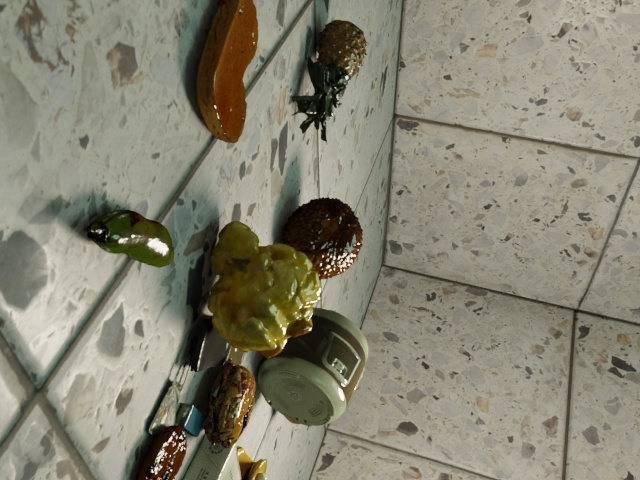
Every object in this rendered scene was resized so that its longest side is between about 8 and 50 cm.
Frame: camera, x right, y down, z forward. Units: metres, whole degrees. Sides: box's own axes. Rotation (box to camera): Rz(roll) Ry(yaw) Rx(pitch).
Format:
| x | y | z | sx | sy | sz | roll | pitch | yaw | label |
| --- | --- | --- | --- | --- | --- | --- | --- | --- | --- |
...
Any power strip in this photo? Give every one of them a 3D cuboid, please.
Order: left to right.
| x | y | z | sx | sy | sz | roll | pitch | yaw | label |
| --- | --- | --- | --- | --- | --- | --- | --- | --- | --- |
| -0.314 | 0.431 | 1.545 | 0.123 | 0.032 | 0.056 | 78 | 28 | -62 | power strip |

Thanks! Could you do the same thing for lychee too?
| x | y | z | sx | sy | sz | roll | pitch | yaw | label |
| --- | --- | --- | --- | --- | --- | --- | --- | --- | --- |
| 0.000 | 0.000 | 2.029 | 0.267 | 0.267 | 0.268 | 13 | 90 | -77 | lychee |

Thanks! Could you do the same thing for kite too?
| x | y | z | sx | sy | sz | roll | pitch | yaw | label |
| --- | --- | --- | --- | --- | --- | --- | --- | --- | --- |
| -0.323 | 0.330 | 1.446 | 0.141 | 0.015 | 0.245 | 80 | 26 | -68 | kite |

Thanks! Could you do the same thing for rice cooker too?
| x | y | z | sx | sy | sz | roll | pitch | yaw | label |
| --- | --- | --- | --- | --- | --- | --- | --- | --- | --- |
| -0.012 | 0.407 | 2.135 | 0.325 | 0.334 | 0.335 | -58 | 157 | -44 | rice cooker |

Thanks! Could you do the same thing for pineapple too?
| x | y | z | sx | sy | sz | roll | pitch | yaw | label |
| --- | --- | --- | --- | --- | --- | --- | --- | --- | --- |
| 0.025 | -0.470 | 1.875 | 0.165 | 0.165 | 0.365 | 74 | 33 | -65 | pineapple |

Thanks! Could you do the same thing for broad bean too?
| x | y | z | sx | sy | sz | roll | pitch | yaw | label |
| --- | --- | --- | --- | --- | --- | --- | --- | --- | --- |
| -0.307 | -0.004 | 1.087 | 0.339 | 0.061 | 0.077 | 40 | 70 | -75 | broad bean |

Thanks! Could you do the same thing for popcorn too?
| x | y | z | sx | sy | sz | roll | pitch | yaw | label |
| --- | --- | --- | --- | --- | --- | --- | --- | --- | --- |
| -0.136 | 0.109 | 1.475 | 0.225 | 0.264 | 0.333 | -58 | 132 | -79 | popcorn |

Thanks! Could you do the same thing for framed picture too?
| x | y | z | sx | sy | sz | roll | pitch | yaw | label |
| --- | --- | --- | --- | --- | --- | --- | --- | --- | --- |
| -0.234 | 0.305 | 1.819 | 0.149 | 0.011 | 0.109 | 71 | 34 | -67 | framed picture |

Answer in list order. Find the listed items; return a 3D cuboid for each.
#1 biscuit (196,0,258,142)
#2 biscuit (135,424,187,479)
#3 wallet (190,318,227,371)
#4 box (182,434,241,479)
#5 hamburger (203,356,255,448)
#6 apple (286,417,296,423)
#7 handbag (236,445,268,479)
| x | y | z | sx | sy | sz | roll | pitch | yaw | label |
| --- | --- | --- | --- | --- | --- | --- | --- | --- | --- |
| -0.184 | -0.353 | 1.310 | 0.262 | 0.052 | 0.277 | 69 | 35 | -76 | biscuit |
| -0.347 | 0.498 | 1.411 | 0.192 | 0.049 | 0.192 | 20 | 90 | -81 | biscuit |
| -0.264 | 0.250 | 1.571 | 0.244 | 0.025 | 0.124 | 43 | 58 | -81 | wallet |
| -0.315 | 0.702 | 1.674 | 0.330 | 0.095 | 0.210 | -66 | 164 | -45 | box |
| -0.233 | 0.421 | 1.669 | 0.231 | 0.106 | 0.231 | 16 | 90 | -86 | hamburger |
| -0.076 | 0.593 | 2.417 | 0.199 | 0.199 | 0.199 | 13 | 90 | -77 | apple |
| -0.269 | 0.877 | 2.000 | 0.283 | 0.132 | 0.401 | 94 | 15 | -53 | handbag |
